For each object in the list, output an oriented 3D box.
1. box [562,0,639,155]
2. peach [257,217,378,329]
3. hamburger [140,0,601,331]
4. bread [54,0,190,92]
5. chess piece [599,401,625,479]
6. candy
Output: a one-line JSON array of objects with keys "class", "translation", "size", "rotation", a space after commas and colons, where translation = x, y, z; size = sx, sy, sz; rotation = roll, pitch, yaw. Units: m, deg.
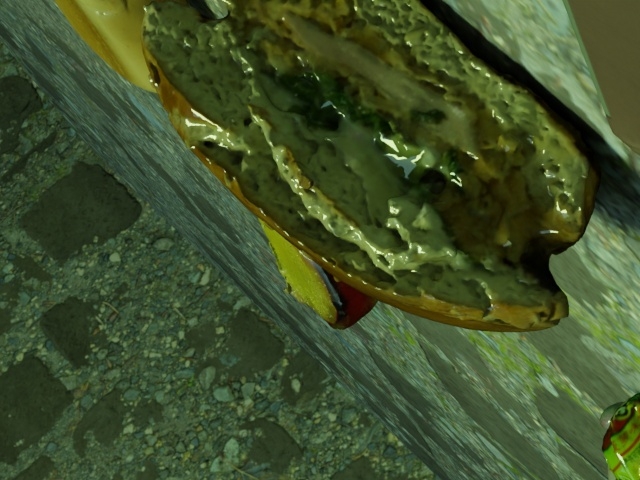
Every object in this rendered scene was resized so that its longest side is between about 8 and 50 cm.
[{"class": "box", "translation": [0.145, -0.062, 0.400], "size": [0.215, 0.086, 0.215], "rotation": [41, 171, 37]}, {"class": "peach", "translation": [0.004, -0.004, 1.517], "size": [0.172, 0.092, 0.127], "rotation": [61, 163, -19]}, {"class": "hamburger", "translation": [0.033, -0.044, 0.921], "size": [0.283, 0.144, 0.156], "rotation": [41, 172, 18]}, {"class": "bread", "translation": [-0.166, -0.208, 1.367], "size": [0.134, 0.085, 0.173], "rotation": [37, 168, 34]}, {"class": "chess piece", "translation": [0.285, 0.232, 1.195], "size": [0.272, 0.139, 0.139], "rotation": [58, 173, 4]}, {"class": "candy", "translation": [0.296, 0.191, 1.081], "size": [0.262, 0.073, 0.077], "rotation": [39, 146, 0]}]
